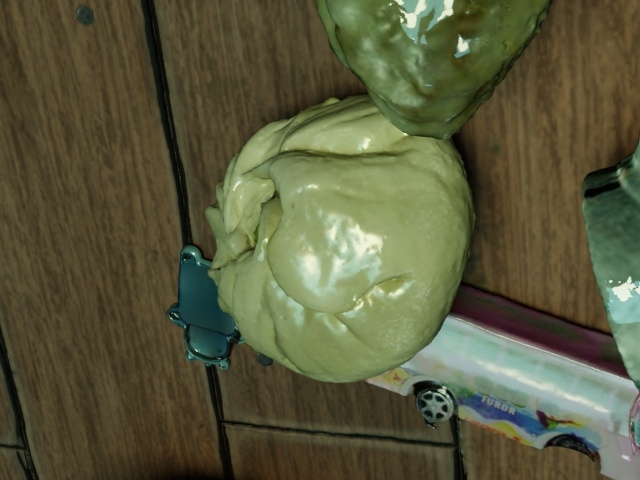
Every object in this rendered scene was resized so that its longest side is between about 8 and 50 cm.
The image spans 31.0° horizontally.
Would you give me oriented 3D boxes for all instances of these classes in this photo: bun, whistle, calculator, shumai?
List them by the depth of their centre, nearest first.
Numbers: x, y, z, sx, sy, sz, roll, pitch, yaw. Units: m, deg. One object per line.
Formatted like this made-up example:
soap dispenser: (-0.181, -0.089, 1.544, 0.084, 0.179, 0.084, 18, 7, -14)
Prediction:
shumai: (0.033, -0.256, 0.789, 0.288, 0.292, 0.330, 21, 85, -2)
whistle: (0.338, 0.051, 0.922, 0.168, 0.188, 0.405, -16, 141, 23)
bun: (0.000, 0.000, 0.978, 0.259, 0.160, 0.259, 3, 94, 47)
calculator: (-0.113, 0.072, 1.183, 0.094, 0.019, 0.141, 15, 121, 16)

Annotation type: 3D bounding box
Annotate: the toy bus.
toy bus: (0.179, 0.123, 1.045, 0.274, 0.090, 0.112, 19, 119, 13)
